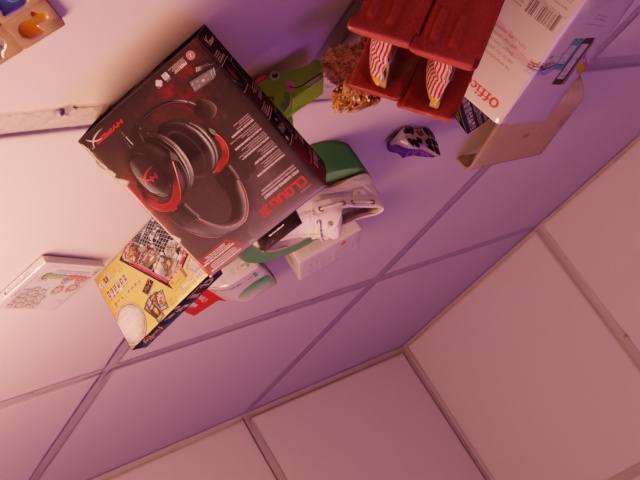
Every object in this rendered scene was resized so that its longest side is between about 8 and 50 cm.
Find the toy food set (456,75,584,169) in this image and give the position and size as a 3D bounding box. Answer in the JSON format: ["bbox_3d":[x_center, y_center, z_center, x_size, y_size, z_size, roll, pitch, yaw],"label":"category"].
[{"bbox_3d":[0.487,-0.295,2.124,0.220,0.092,0.306,-13,154,-20],"label":"toy food set"}]

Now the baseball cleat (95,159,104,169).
[{"bbox_3d":[-0.229,-0.140,1.263,0.206,0.109,0.072,-32,171,4],"label":"baseball cleat"}]

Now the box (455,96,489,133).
[{"bbox_3d":[0.369,-0.347,1.807,0.216,0.060,0.270,-36,162,6],"label":"box"}]

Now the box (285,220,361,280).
[{"bbox_3d":[0.000,0.000,2.032,0.170,0.091,0.130,-29,161,-12],"label":"box"}]

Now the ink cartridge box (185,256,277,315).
[{"bbox_3d":[-0.226,0.123,2.040,0.225,0.056,0.181,-35,162,1],"label":"ink cartridge box"}]

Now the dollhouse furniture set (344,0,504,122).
[{"bbox_3d":[0.169,-0.356,1.064,0.201,0.152,0.374,90,23,-78],"label":"dollhouse furniture set"}]

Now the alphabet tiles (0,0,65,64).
[{"bbox_3d":[-0.415,-0.237,0.868,0.342,0.011,0.285,-32,161,-2],"label":"alphabet tiles"}]

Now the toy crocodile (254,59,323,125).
[{"bbox_3d":[-0.137,-0.180,1.352,0.340,0.105,0.115,-36,168,-3],"label":"toy crocodile"}]

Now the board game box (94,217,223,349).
[{"bbox_3d":[-0.304,0.067,1.585,0.243,0.165,0.042,-42,160,27],"label":"board game box"}]

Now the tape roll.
[{"bbox_3d":[-0.049,-0.075,1.784,0.321,0.077,0.321,-30,162,-11],"label":"tape roll"}]

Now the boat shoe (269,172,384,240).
[{"bbox_3d":[0.008,-0.046,1.676,0.277,0.096,0.098,-24,160,-25],"label":"boat shoe"}]

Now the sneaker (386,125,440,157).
[{"bbox_3d":[0.205,-0.213,1.904,0.071,0.068,0.170,-27,159,35],"label":"sneaker"}]

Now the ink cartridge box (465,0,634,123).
[{"bbox_3d":[0.345,-0.360,1.434,0.197,0.198,0.270,-14,143,-51],"label":"ink cartridge box"}]

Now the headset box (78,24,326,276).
[{"bbox_3d":[-0.146,-0.110,1.187,0.218,0.293,0.110,-37,-161,14],"label":"headset box"}]

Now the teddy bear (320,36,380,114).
[{"bbox_3d":[0.109,-0.304,1.328,0.245,0.113,0.338,-23,170,-1],"label":"teddy bear"}]

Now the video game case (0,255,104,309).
[{"bbox_3d":[-0.488,0.079,1.541,0.143,0.019,0.157,-39,161,17],"label":"video game case"}]
